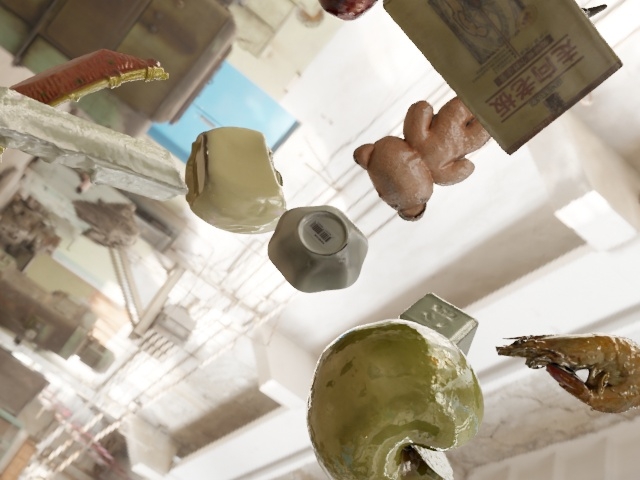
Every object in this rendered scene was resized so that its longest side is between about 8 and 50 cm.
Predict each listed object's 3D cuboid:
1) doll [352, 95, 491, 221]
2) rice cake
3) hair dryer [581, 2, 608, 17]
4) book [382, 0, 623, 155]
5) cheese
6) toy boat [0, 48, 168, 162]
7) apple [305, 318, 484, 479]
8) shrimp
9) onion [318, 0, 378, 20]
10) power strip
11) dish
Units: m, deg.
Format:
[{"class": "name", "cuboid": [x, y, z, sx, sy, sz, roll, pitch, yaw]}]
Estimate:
[{"class": "doll", "cuboid": [0.229, -0.192, 1.504, 0.303, 0.201, 0.156, -38, -171, -4]}, {"class": "rice cake", "cuboid": [-0.238, -0.091, 0.732, 0.052, 0.057, 0.256, -47, 149, 17]}, {"class": "hair dryer", "cuboid": [0.433, -0.423, 1.368, 0.194, 0.173, 0.050, -33, 180, 16]}, {"class": "book", "cuboid": [0.199, -0.227, 0.795, 0.161, 0.231, 0.026, -39, -164, 21]}, {"class": "cheese", "cuboid": [-0.168, -0.130, 1.548, 0.127, 0.233, 0.266, 119, -32, -45]}, {"class": "toy boat", "cuboid": [-0.408, -0.237, 1.168, 0.317, 0.099, 0.141, -29, -151, -10]}, {"class": "apple", "cuboid": [0.115, 0.269, 1.165, 0.292, 0.292, 0.254, -49, -145, 14]}, {"class": "shrimp", "cuboid": [0.458, 0.233, 1.284, 0.063, 0.287, 0.152, 87, 7, -58]}, {"class": "onion", "cuboid": [0.049, -0.450, 1.260, 0.131, 0.131, 0.131, -49, -167, 15]}, {"class": "power strip", "cuboid": [0.237, 0.255, 1.594, 0.140, 0.139, 0.224, -31, 142, -47]}, {"class": "dish", "cuboid": [0.000, 0.000, 1.289, 0.191, 0.190, 0.066, -60, 173, -30]}]
